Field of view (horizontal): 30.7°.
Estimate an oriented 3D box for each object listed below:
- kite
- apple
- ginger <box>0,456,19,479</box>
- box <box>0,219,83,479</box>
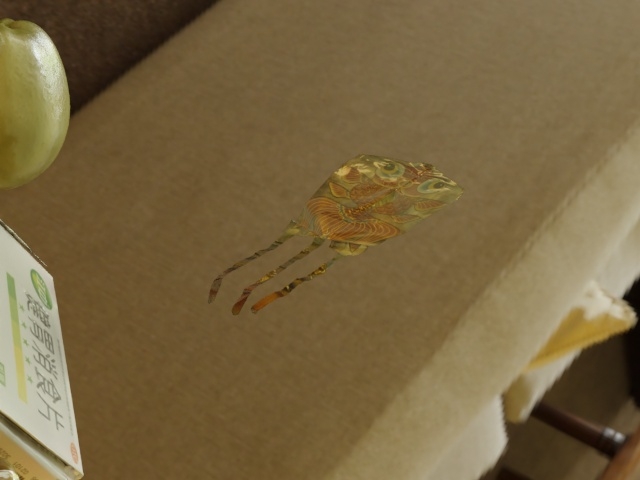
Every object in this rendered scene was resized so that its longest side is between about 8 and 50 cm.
[{"bbox_3d":[-0.001,-0.002,0.919,0.229,0.016,0.127,-34,143,28],"label":"kite"},{"bbox_3d":[-0.372,-0.153,1.295,0.200,0.200,0.200,-29,131,-39],"label":"apple"},{"bbox_3d":[-0.414,0.132,0.893,0.236,0.375,0.166,111,-13,-58],"label":"ginger"},{"bbox_3d":[-0.367,0.127,1.226,0.145,0.333,0.173,-30,133,7],"label":"box"}]
